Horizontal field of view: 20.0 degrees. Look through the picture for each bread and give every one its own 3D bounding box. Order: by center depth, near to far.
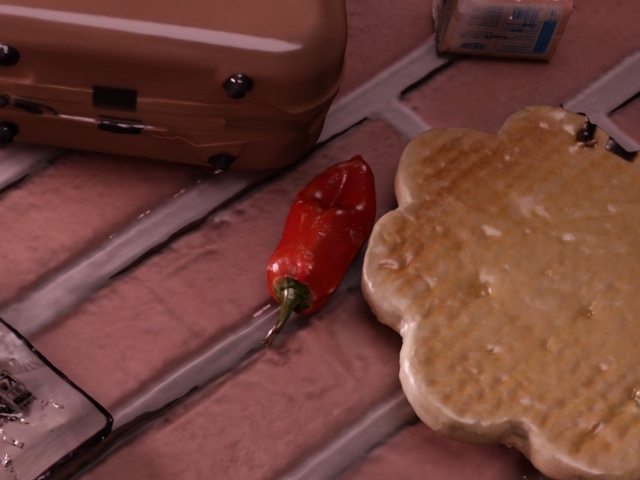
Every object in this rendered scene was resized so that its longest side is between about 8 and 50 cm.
[{"bbox_3d":[0.176,0.037,1.248,0.316,0.054,0.316,6,54,-8],"label":"bread"}]

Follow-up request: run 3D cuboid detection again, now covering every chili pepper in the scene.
[{"bbox_3d":[0.001,0.000,1.242,0.059,0.050,0.191,9,45,16],"label":"chili pepper"}]

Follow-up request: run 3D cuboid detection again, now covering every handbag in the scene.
[{"bbox_3d":[-0.131,-0.196,1.298,0.302,0.149,0.283,6,57,-4],"label":"handbag"}]

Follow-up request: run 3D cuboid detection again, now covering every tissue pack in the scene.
[{"bbox_3d":[0.139,-0.179,1.378,0.094,0.074,0.058,3,52,-12],"label":"tissue pack"}]

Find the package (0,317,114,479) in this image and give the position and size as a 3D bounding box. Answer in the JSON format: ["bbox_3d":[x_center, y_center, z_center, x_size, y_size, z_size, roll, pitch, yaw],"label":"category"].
[{"bbox_3d":[-0.261,0.082,1.148,0.239,0.030,0.154,42,60,18],"label":"package"}]
